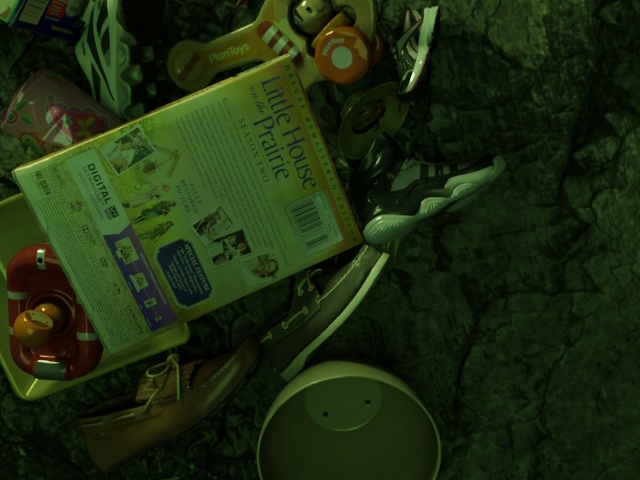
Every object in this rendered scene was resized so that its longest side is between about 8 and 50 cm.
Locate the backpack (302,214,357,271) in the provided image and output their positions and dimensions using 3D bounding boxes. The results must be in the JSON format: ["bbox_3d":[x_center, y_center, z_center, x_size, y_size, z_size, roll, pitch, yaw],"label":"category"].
[{"bbox_3d":[0.000,0.000,1.300,0.114,0.084,0.105,-6,105,-2],"label":"backpack"}]

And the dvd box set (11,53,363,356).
[{"bbox_3d":[-0.181,-0.051,1.161,0.420,0.062,0.308,-25,109,-6],"label":"dvd box set"}]

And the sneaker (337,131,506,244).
[{"bbox_3d":[0.157,-0.110,1.241,0.268,0.101,0.153,-26,77,-19],"label":"sneaker"}]

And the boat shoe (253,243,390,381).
[{"bbox_3d":[-0.006,0.107,1.267,0.096,0.116,0.324,41,132,3],"label":"boat shoe"}]

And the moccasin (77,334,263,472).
[{"bbox_3d":[-0.261,0.256,1.348,0.380,0.139,0.147,-31,94,27],"label":"moccasin"}]

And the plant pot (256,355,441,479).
[{"bbox_3d":[0.042,0.304,1.300,0.284,0.191,0.284,0,108,-1],"label":"plant pot"}]

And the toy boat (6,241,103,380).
[{"bbox_3d":[-0.430,0.121,1.242,0.151,0.151,0.231,3,102,3],"label":"toy boat"}]

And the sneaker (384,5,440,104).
[{"bbox_3d":[0.133,-0.284,1.217,0.077,0.072,0.178,8,58,16],"label":"sneaker"}]

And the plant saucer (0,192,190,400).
[{"bbox_3d":[-0.423,0.066,1.348,0.332,0.081,0.333,-21,100,7],"label":"plant saucer"}]

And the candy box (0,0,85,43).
[{"bbox_3d":[-0.508,-0.426,1.152,0.317,0.268,0.122,29,99,-3],"label":"candy box"}]

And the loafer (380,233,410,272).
[{"bbox_3d":[0.130,-0.017,1.302,0.050,0.056,0.148,8,103,9],"label":"loafer"}]

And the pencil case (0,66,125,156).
[{"bbox_3d":[-0.341,-0.137,1.198,0.284,0.124,0.124,36,102,-18],"label":"pencil case"}]

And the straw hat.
[{"bbox_3d":[0.069,-0.204,1.261,0.144,0.144,0.061,-51,56,12],"label":"straw hat"}]

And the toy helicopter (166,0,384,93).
[{"bbox_3d":[-0.086,-0.329,1.219,0.355,0.140,0.235,-14,107,20],"label":"toy helicopter"}]

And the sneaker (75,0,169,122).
[{"bbox_3d":[-0.323,-0.339,1.227,0.146,0.122,0.331,11,105,27],"label":"sneaker"}]
